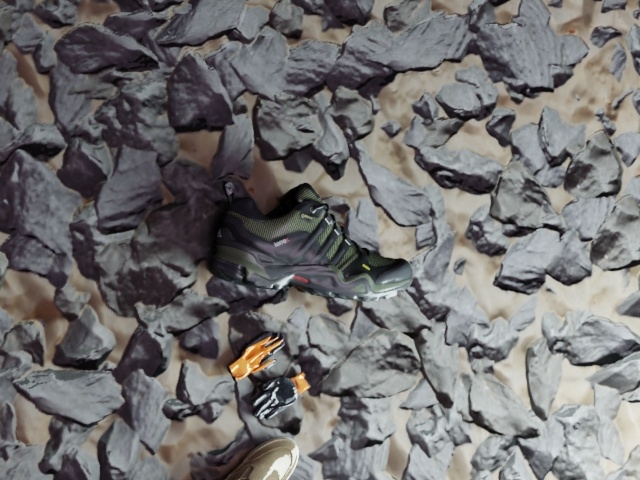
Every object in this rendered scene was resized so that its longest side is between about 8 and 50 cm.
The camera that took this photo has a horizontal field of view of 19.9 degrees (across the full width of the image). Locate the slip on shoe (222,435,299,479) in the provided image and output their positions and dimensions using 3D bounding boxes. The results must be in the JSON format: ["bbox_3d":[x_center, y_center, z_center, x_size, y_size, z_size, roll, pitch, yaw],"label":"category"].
[{"bbox_3d":[-0.071,0.249,1.860,0.135,0.041,0.051,-32,104,-25],"label":"slip on shoe"}]

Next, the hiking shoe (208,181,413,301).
[{"bbox_3d":[0.000,0.000,1.875,0.227,0.086,0.114,8,89,-28],"label":"hiking shoe"}]

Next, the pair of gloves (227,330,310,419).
[{"bbox_3d":[-0.054,0.140,1.888,0.074,0.010,0.083,-35,109,-26],"label":"pair of gloves"}]
